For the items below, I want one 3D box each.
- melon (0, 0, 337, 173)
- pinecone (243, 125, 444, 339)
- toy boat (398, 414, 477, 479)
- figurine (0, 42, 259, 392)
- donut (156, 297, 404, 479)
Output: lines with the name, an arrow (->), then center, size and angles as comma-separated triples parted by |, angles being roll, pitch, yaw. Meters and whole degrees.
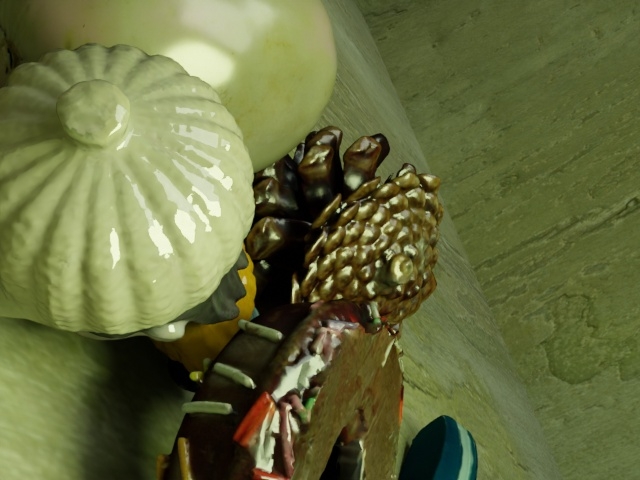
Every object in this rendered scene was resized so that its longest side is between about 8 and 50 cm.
melon -> -0.121, -0.157, 0.725 | 0.317, 0.223, 0.223 | -15, 76, -48
pinecone -> 0.006, -0.007, 0.904 | 0.264, 0.264, 0.264 | 54, 17, -25
toy boat -> 0.145, 0.315, 1.068 | 0.061, 0.096, 0.299 | 50, 18, -3
figurine -> -0.108, -0.002, 0.581 | 0.332, 0.204, 0.185 | 34, 29, -60
donut -> -0.021, 0.164, 0.588 | 0.270, 0.103, 0.269 | 8, 90, -68
